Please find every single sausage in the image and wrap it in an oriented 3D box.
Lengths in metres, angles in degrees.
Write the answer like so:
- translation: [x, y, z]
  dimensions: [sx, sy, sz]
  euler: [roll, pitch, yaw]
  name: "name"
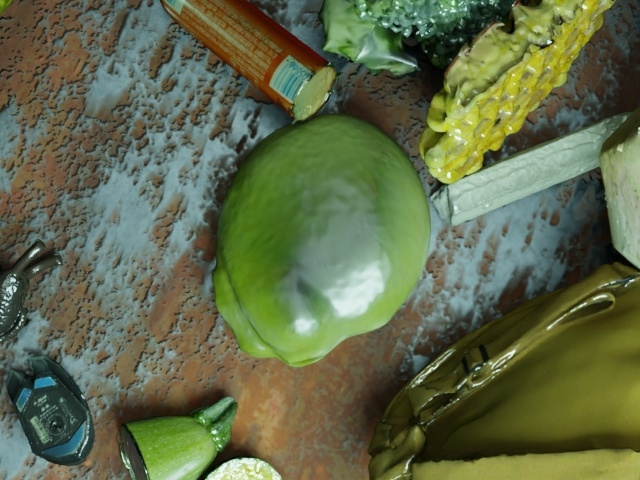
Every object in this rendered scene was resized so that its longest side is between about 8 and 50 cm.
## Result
- translation: [-0.094, -0.236, 1.319]
  dimensions: [0.264, 0.083, 0.083]
  euler: [41, 84, 23]
  name: "sausage"

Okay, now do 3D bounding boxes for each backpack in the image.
- translation: [0.237, 0.202, 1.213]
  dimensions: [0.378, 0.354, 0.201]
  euler: [-17, 122, 27]
  name: "backpack"

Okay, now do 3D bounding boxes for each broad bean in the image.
- translation: [0.000, 0.000, 1.310]
  dimensions: [0.238, 0.119, 0.291]
  euler: [18, 82, 8]
  name: "broad bean"

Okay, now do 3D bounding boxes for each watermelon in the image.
- translation: [-0.091, 0.287, 1.304]
  dimensions: [0.105, 0.062, 0.106]
  euler: [-1, 93, -18]
  name: "watermelon"

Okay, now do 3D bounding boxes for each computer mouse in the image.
- translation: [-0.297, 0.190, 1.312]
  dimensions: [0.079, 0.047, 0.135]
  euler: [-37, 79, 2]
  name: "computer mouse"

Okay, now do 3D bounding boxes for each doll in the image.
- translation: [-0.380, 0.044, 1.318]
  dimensions: [0.139, 0.057, 0.165]
  euler: [37, 89, -2]
  name: "doll"

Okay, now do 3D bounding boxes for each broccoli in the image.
- translation: [0.122, -0.351, 1.279]
  dimensions: [0.317, 0.277, 0.339]
  euler: [-23, 77, 15]
  name: "broccoli"

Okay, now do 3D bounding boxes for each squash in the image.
- translation: [-0.146, 0.228, 1.306]
  dimensions: [0.132, 0.105, 0.105]
  euler: [-20, 86, -22]
  name: "squash"

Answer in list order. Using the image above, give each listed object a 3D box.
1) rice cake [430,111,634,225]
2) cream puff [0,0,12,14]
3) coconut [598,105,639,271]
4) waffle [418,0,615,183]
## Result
- translation: [0.252, -0.086, 1.361]
  dimensions: [0.256, 0.057, 0.052]
  euler: [-22, 104, -5]
  name: "rice cake"
- translation: [-0.417, -0.251, 1.273]
  dimensions: [0.281, 0.185, 0.282]
  euler: [-15, 44, 15]
  name: "cream puff"
- translation: [0.484, -0.047, 1.231]
  dimensions: [0.352, 0.352, 0.353]
  euler: [0, 85, -3]
  name: "coconut"
- translation: [0.208, -0.185, 1.257]
  dimensions: [0.065, 0.309, 0.283]
  euler: [40, 116, 13]
  name: "waffle"
